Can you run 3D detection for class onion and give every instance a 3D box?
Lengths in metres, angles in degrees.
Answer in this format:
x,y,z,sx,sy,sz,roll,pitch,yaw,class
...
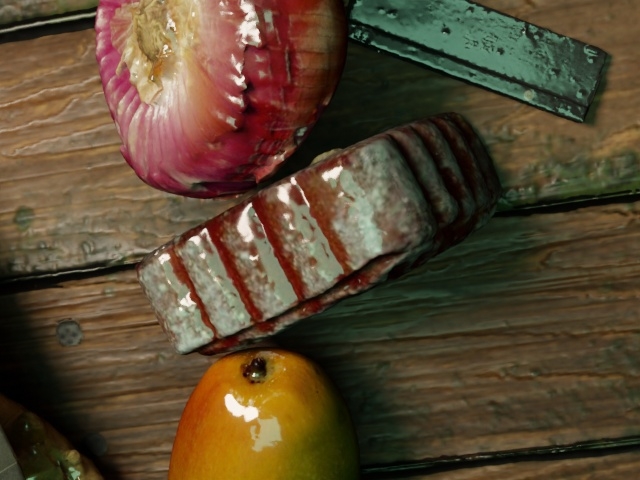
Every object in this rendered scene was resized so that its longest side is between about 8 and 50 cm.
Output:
x,y,z,sx,sy,sz,roll,pitch,yaw,class
-0.055,-0.139,0.680,0.230,0.163,0.229,7,100,45,onion

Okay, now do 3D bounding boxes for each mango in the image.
x,y,z,sx,sy,sz,roll,pitch,yaw,class
-0.050,0.213,0.767,0.146,0.129,0.289,10,108,-10,mango

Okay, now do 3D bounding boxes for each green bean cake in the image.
x,y,z,sx,sy,sz,roll,pitch,yaw,class
0.000,0.000,0.719,0.233,0.198,0.097,-27,89,26,green bean cake

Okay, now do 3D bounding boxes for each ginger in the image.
x,y,z,sx,sy,sz,roll,pitch,yaw,class
-0.253,0.173,0.806,0.206,0.081,0.115,14,88,10,ginger

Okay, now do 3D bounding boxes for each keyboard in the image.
x,y,z,sx,sy,sz,roll,pitch,yaw,class
0.113,-0.146,0.734,0.196,0.018,0.060,21,96,1,keyboard

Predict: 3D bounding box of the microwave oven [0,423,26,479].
x,y,z,sx,sy,sz,roll,pitch,yaw,class
-0.468,0.131,0.603,0.236,0.432,0.374,-19,95,36,microwave oven
